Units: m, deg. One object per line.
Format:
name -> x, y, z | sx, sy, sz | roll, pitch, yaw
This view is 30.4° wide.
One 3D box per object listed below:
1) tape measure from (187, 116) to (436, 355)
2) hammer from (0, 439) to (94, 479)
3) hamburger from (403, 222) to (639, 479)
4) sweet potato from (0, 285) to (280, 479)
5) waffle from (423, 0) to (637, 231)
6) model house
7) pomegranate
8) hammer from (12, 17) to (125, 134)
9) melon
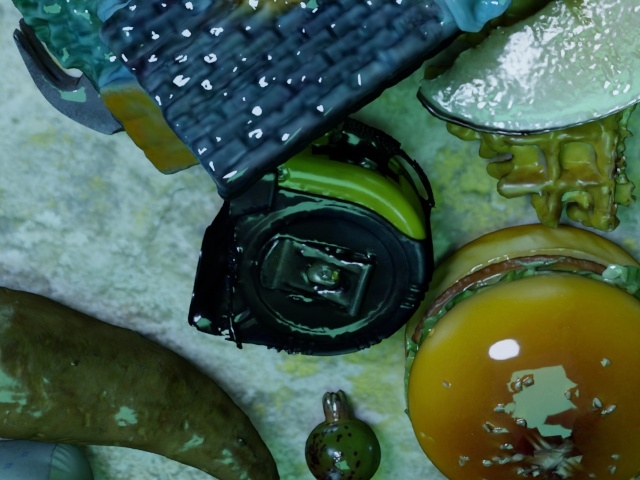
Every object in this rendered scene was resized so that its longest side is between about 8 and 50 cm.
tape measure -> 0.000, 0.000, 0.920 | 0.186, 0.112, 0.199 | 8, 122, -8
hammer -> -0.294, 0.325, 1.124 | 0.206, 0.119, 0.335 | -5, 128, 4
hamburger -> 0.184, 0.115, 0.955 | 0.246, 0.170, 0.246 | 1, 122, 2
sweet potato -> -0.211, 0.123, 0.988 | 0.422, 0.130, 0.130 | 21, 119, -19
waffle -> 0.222, -0.145, 0.857 | 0.260, 0.069, 0.293 | 40, 112, -22
model house -> -0.028, -0.147, 0.708 | 0.261, 0.241, 0.226 | -37, 124, -3
pomegranate -> 0.019, 0.183, 1.052 | 0.073, 0.073, 0.084 | -8, 121, 5
hammer -> -0.126, -0.207, 0.835 | 0.137, 0.037, 0.290 | 18, 120, -13
melon -> 0.163, -0.120, 0.809 | 0.182, 0.054, 0.098 | -34, 106, 18
